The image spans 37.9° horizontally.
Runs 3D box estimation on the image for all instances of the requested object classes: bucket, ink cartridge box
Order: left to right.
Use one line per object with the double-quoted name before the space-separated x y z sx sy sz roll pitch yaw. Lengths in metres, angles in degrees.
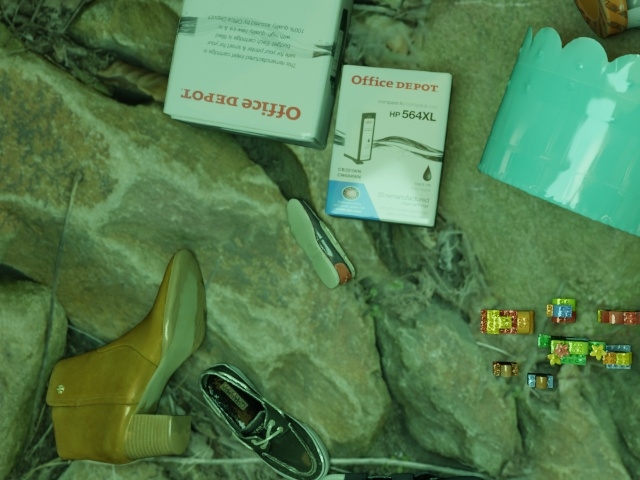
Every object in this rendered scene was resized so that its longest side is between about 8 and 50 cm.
"ink cartridge box" -0.075 -0.283 1.261 0.211 0.121 0.289 11 90 8
"ink cartridge box" 0.093 -0.125 1.250 0.148 0.086 0.203 6 89 9
"bucket" 0.336 -0.124 1.127 0.281 0.281 0.183 23 100 8

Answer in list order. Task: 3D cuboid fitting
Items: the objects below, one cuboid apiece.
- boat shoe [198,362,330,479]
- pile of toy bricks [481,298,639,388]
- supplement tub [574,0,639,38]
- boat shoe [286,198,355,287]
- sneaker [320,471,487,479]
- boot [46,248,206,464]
"boat shoe" -0.081 0.255 1.268 0.219 0.070 0.078 39 94 8
"pile of toy bricks" 0.315 0.134 1.198 0.212 0.105 0.118 0 88 8
"supplement tub" 0.468 -0.386 1.152 0.316 0.193 0.193 -25 85 7
"boat shoe" 0.000 0.000 1.282 0.043 0.049 0.137 -24 80 -36
"sneaker" 0.068 0.363 1.207 0.321 0.126 0.127 -26 100 8
"boot" -0.275 0.158 1.290 0.211 0.104 0.295 -3 73 23
